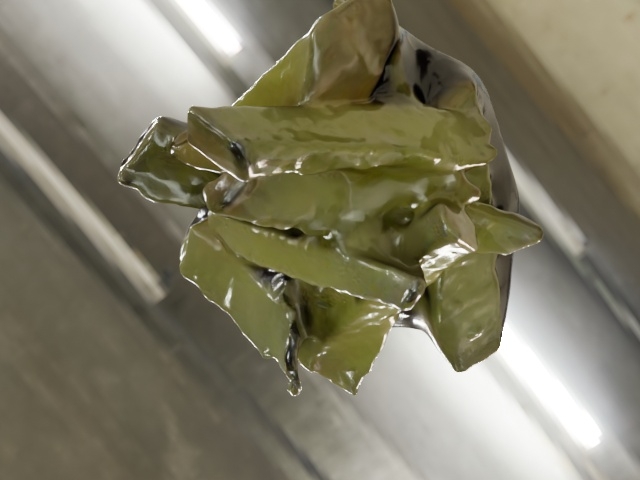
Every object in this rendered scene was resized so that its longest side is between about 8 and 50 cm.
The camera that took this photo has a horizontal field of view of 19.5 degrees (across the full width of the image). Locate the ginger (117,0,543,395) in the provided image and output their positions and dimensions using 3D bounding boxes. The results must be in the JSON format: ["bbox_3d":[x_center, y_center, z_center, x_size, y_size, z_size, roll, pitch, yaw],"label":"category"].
[{"bbox_3d":[0.000,0.000,1.632,0.211,0.358,0.413,-79,-33,-55],"label":"ginger"}]
